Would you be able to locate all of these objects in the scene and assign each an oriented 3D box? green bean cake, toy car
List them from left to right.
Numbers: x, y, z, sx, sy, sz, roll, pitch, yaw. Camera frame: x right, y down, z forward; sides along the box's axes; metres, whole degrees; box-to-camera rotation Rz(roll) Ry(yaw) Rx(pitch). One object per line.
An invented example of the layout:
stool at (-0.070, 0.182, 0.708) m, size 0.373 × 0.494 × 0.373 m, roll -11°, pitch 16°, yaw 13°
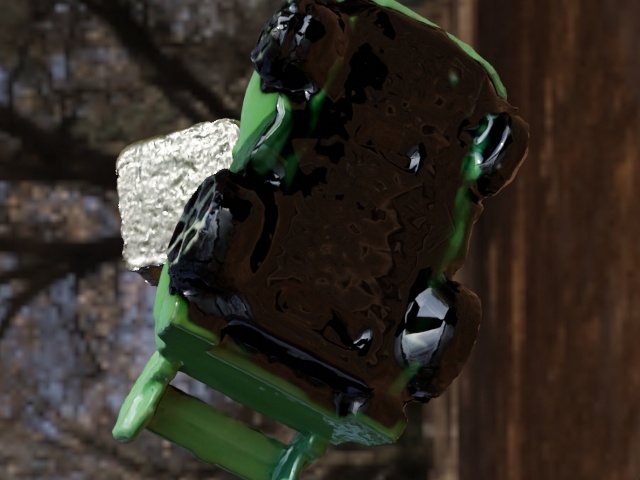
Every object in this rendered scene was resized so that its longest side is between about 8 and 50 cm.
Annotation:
green bean cake at (-0.150, -0.042, 2.226) m, size 0.094 × 0.173 × 0.181 m, roll 45°, pitch -145°, yaw -61°
toy car at (0.000, 0.000, 1.320) m, size 0.176 × 0.213 × 0.359 m, roll -33°, pitch 34°, yaw 60°

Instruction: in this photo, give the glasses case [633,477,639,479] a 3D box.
glasses case at (0.223, 0.297, 1.518) m, size 0.098 × 0.425 × 0.157 m, roll 91°, pitch 159°, yaw -63°
